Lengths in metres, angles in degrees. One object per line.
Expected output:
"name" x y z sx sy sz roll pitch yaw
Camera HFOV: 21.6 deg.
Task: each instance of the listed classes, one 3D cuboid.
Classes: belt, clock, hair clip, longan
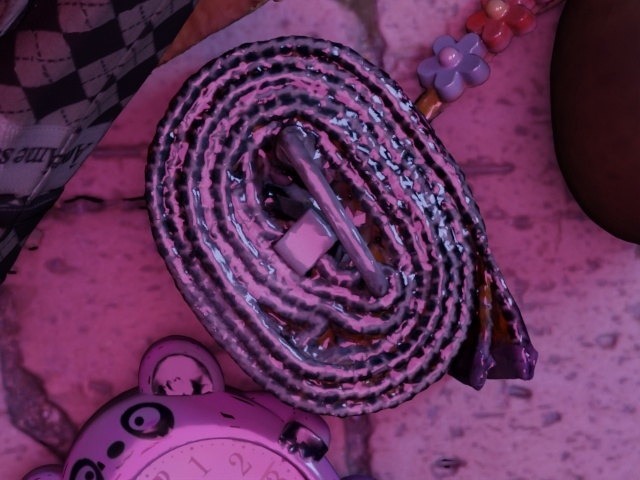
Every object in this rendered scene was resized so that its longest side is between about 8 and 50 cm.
"belt" 0.000 0.000 1.164 0.207 0.160 0.295 -28 95 -5
"clock" -0.078 0.209 1.200 0.248 0.090 0.227 44 86 -5
"hair clip" 0.142 -0.167 1.227 0.214 0.062 0.056 -39 129 -7
"longan" 0.254 -0.103 1.178 0.196 0.196 0.220 9 93 -7

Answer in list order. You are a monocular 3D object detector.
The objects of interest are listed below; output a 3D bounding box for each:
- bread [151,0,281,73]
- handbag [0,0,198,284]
"bread" -0.161 -0.216 1.148 0.178 0.135 0.240 -36 98 -5
"handbag" -0.230 -0.209 1.052 0.317 0.180 0.416 43 110 13
